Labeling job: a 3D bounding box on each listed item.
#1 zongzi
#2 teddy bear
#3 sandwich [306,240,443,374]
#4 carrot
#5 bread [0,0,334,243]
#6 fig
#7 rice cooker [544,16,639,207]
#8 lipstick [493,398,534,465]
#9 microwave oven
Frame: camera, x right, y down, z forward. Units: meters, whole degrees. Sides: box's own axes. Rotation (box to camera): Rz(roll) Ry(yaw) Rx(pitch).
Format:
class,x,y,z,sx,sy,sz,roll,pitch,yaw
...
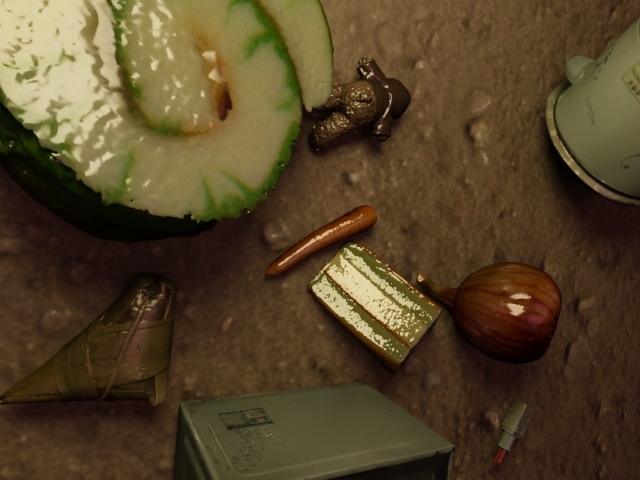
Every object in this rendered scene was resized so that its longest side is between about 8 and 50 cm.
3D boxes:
class,x,y,z,sx,sy,sz,roll,pitch,yaw
zongzi,-0.263,0.111,0.532,0.176,0.078,0.160,8,88,-21
teddy bear,0.059,-0.191,0.632,0.161,0.078,0.119,-20,101,-19
sandwich,0.085,0.108,0.718,0.187,0.144,0.117,40,78,13
carrot,0.000,0.000,0.657,0.190,0.037,0.037,-28,107,-14
bread,-0.152,-0.186,0.473,0.382,0.129,0.365,-10,91,-37
fig,0.275,0.107,0.743,0.175,0.207,0.174,-26,121,-56
rice cooker,0.530,-0.205,0.729,0.264,0.317,0.316,-36,110,-28
lipstick,0.359,0.369,0.862,0.030,0.030,0.129,32,84,-24
microwave oven,-0.019,0.316,0.579,0.295,0.238,0.181,4,96,-29
